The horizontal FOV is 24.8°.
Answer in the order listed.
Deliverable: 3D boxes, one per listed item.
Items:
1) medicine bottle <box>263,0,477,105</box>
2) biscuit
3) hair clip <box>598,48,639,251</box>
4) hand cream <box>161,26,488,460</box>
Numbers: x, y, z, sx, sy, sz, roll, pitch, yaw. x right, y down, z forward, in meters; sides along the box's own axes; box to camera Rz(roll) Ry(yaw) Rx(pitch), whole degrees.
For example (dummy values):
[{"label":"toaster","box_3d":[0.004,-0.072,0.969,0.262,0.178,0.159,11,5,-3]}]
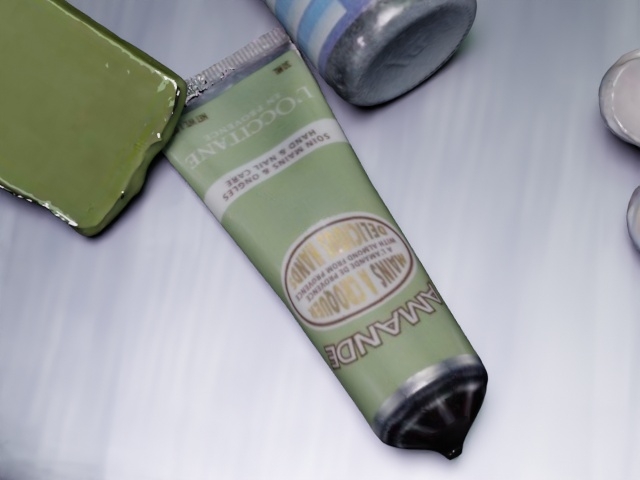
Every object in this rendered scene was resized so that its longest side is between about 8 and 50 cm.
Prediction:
[{"label":"medicine bottle","box_3d":[-0.013,-0.163,0.714,0.083,0.083,0.203,-34,70,-9]},{"label":"biscuit","box_3d":[-0.216,-0.119,0.709,0.322,0.038,0.099,32,93,7]},{"label":"hair clip","box_3d":[0.234,-0.088,0.680,0.146,0.075,0.257,37,70,13]},{"label":"hand cream","box_3d":[0.000,0.000,0.671,0.086,0.055,0.235,-29,63,-8]}]
